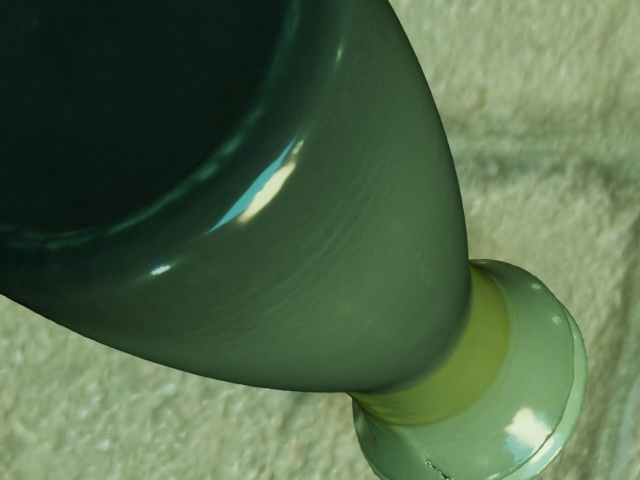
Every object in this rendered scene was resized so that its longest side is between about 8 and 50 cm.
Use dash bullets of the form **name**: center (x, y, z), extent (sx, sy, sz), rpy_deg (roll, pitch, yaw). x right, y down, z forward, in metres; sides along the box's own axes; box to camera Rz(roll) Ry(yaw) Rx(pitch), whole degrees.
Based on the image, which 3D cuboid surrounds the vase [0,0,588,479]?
- **vase**: center (0.000, 0.000, 0.717), extent (0.173, 0.173, 0.321), rpy_deg (-47, 143, 1)
